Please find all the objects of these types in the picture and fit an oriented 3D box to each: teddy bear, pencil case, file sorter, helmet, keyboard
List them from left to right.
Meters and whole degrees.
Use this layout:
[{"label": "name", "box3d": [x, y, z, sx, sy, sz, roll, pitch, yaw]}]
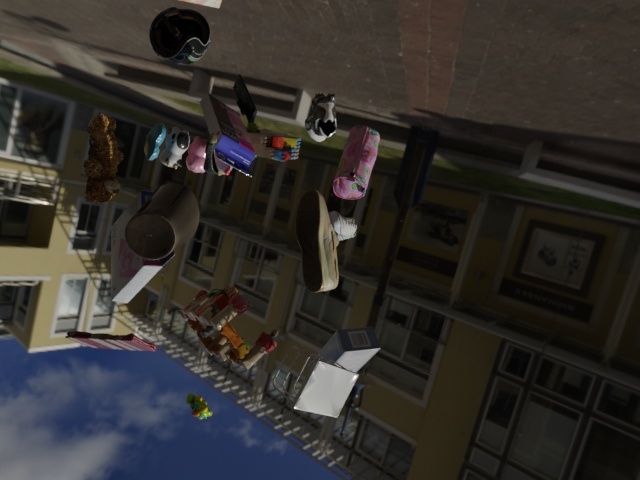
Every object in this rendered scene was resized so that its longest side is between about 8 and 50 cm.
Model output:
[{"label": "teddy bear", "box3d": [-0.805, -0.304, 1.658, 0.113, 0.337, 0.245, 4, 173, -14]}, {"label": "helmet", "box3d": [-0.430, -0.633, 1.380, 0.170, 0.169, 0.161, 16, -155, 13]}, {"label": "keyboard", "box3d": [-0.293, -0.541, 1.715, 0.023, 0.180, 0.108, -13, 161, -35]}, {"label": "file sorter", "box3d": [-0.025, 0.554, 1.756, 0.173, 0.192, 0.278, 22, 171, 44]}, {"label": "pencil case", "box3d": [0.127, -0.274, 1.536, 0.124, 0.284, 0.124, 13, 146, 9]}]

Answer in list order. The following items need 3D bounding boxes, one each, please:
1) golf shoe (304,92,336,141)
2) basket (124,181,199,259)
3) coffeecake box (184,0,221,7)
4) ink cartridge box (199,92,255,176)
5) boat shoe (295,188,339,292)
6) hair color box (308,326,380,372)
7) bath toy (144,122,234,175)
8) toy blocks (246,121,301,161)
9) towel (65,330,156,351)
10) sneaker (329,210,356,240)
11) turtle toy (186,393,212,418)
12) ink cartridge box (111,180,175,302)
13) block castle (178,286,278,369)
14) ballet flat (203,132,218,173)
[{"label": "golf shoe", "box3d": [0.001, -0.308, 1.201, 0.077, 0.093, 0.198, -7, 162, -6]}, {"label": "basket", "box3d": [-0.434, -0.044, 1.221, 0.154, 0.204, 0.227, 10, -165, -7]}, {"label": "coffeecake box", "box3d": [-0.257, -0.565, 0.896, 0.068, 0.142, 0.185, 33, -151, 6]}, {"label": "ink cartridge box", "box3d": [-0.363, -0.422, 1.760, 0.176, 0.069, 0.370, 25, -146, -47]}, {"label": "boat shoe", "box3d": [0.000, 0.000, 1.318, 0.098, 0.302, 0.109, -2, 175, -44]}, {"label": "hair color box", "box3d": [0.100, 0.537, 2.027, 0.185, 0.374, 0.113, 2, -129, -26]}, {"label": "bath toy", "box3d": [-0.485, -0.323, 1.701, 0.348, 0.151, 0.129, 10, -132, -41]}, {"label": "toy blocks", "box3d": [-0.218, -0.456, 2.114, 0.261, 0.190, 0.381, 14, -162, 13]}, {"label": "towel", "box3d": [-0.959, 0.467, 2.046, 0.329, 0.037, 0.237, 1, 154, 7]}, {"label": "sneaker", "box3d": [0.092, -0.065, 1.726, 0.091, 0.094, 0.258, -17, 168, 5]}, {"label": "turtle toy", "box3d": [-0.507, 0.685, 1.832, 0.130, 0.066, 0.095, 47, 160, 30]}, {"label": "ink cartridge box", "box3d": [-0.625, -0.002, 1.529, 0.071, 0.330, 0.324, 18, -137, -42]}, {"label": "block castle", "box3d": [-0.407, 0.362, 1.952, 0.213, 0.303, 0.453, -42, -159, -30]}, {"label": "ballet flat", "box3d": [-0.346, -0.282, 1.429, 0.049, 0.057, 0.173, 15, 144, -8]}]
